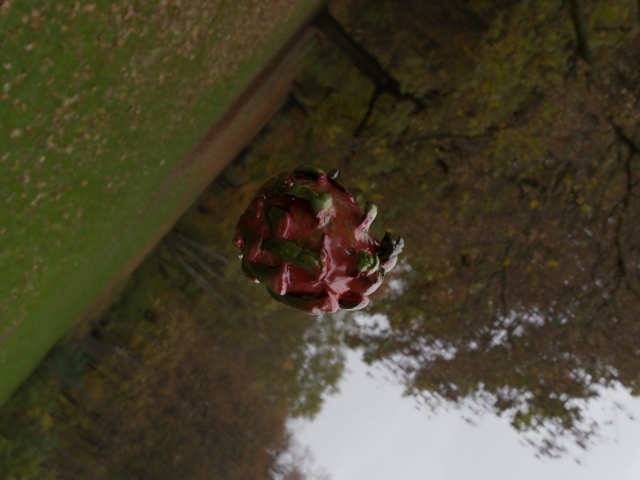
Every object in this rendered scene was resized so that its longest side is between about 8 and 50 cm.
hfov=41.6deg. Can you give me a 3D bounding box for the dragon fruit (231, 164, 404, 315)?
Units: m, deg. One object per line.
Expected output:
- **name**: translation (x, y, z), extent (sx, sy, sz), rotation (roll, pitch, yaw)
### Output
- **dragon fruit**: translation (0.000, 0.000, 0.956), extent (0.166, 0.172, 0.160), rotation (-52, 171, -11)
